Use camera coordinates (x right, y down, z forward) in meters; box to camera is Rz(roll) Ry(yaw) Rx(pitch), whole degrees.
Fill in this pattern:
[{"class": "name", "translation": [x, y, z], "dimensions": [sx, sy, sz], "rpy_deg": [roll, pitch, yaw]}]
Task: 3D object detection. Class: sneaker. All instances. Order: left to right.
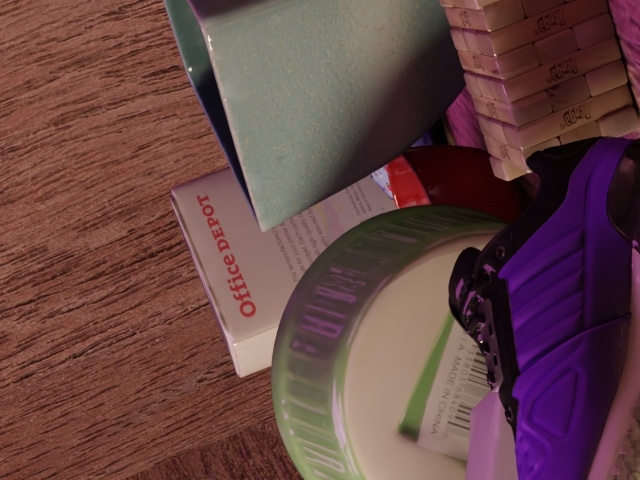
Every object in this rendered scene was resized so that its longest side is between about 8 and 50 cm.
[{"class": "sneaker", "translation": [0.143, 0.069, 0.821], "dimensions": [0.102, 0.146, 0.293], "rpy_deg": [45, -121, -56]}]

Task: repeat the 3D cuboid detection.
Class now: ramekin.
[{"class": "ramekin", "translation": [0.121, 0.120, 1.131], "dimensions": [0.148, 0.303, 0.303], "rpy_deg": [-175, 64, -75]}]

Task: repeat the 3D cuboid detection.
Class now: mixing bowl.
[{"class": "mixing bowl", "translation": [0.143, -0.022, 1.301], "dimensions": [0.181, 0.098, 0.181], "rpy_deg": [160, 90, -83]}]

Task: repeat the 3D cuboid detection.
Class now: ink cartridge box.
[{"class": "ink cartridge box", "translation": [0.000, 0.000, 1.610], "dimensions": [0.131, 0.306, 0.226], "rpy_deg": [83, 165, -63]}]

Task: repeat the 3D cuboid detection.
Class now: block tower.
[{"class": "block tower", "translation": [0.125, -0.208, 0.920], "dimensions": [0.097, 0.091, 0.335], "rpy_deg": [-133, 22, -73]}]

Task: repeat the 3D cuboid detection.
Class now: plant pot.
[{"class": "plant pot", "translation": [0.001, -0.209, 1.206], "dimensions": [0.247, 0.252, 0.248], "rpy_deg": [75, 170, -46]}]

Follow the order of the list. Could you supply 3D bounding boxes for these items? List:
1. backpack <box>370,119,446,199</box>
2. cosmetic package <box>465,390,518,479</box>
[{"class": "backpack", "translation": [0.073, -0.119, 1.493], "dimensions": [0.158, 0.117, 0.173], "rpy_deg": [-138, 25, -77]}, {"class": "cosmetic package", "translation": [0.184, 0.296, 0.920], "dimensions": [0.155, 0.196, 0.366], "rpy_deg": [94, -176, -75]}]
